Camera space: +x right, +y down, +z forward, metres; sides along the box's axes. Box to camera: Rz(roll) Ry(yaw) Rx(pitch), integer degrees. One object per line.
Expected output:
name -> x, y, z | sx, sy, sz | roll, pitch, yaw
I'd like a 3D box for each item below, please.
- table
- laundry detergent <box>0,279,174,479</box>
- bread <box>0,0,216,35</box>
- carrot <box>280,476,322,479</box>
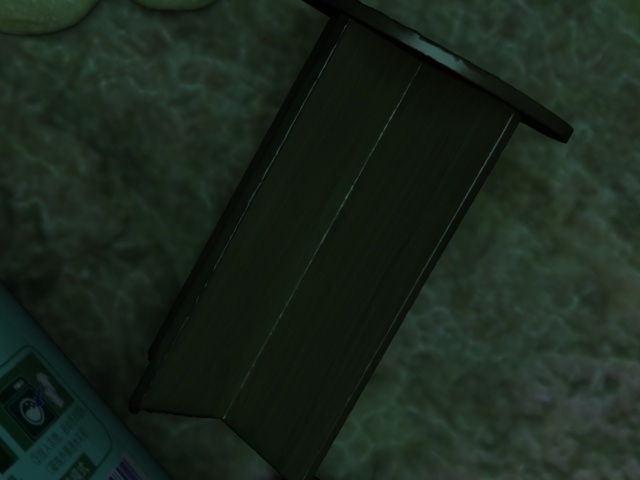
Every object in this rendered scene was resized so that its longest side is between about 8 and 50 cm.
table -> 0.000, 0.000, 0.584 | 0.167, 0.167, 0.226 | 29, 98, -6
laundry detergent -> -0.232, 0.124, 0.487 | 0.287, 0.287, 0.305 | -40, 95, -3
bread -> -0.141, -0.265, 0.601 | 0.316, 0.054, 0.315 | 0, 93, -7
carrot -> -0.068, 0.216, 0.623 | 0.229, 0.069, 0.069 | -44, 96, -3
